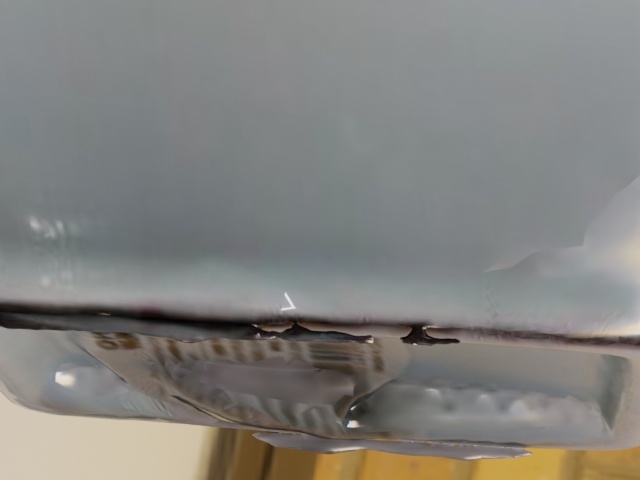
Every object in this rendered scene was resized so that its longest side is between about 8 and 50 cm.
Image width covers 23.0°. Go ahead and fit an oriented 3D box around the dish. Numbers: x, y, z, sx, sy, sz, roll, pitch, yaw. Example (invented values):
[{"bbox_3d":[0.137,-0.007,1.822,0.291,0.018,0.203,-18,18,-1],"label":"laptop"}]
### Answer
[{"bbox_3d":[0.000,0.000,0.367,0.182,0.243,0.080,78,17,-67],"label":"dish"}]
